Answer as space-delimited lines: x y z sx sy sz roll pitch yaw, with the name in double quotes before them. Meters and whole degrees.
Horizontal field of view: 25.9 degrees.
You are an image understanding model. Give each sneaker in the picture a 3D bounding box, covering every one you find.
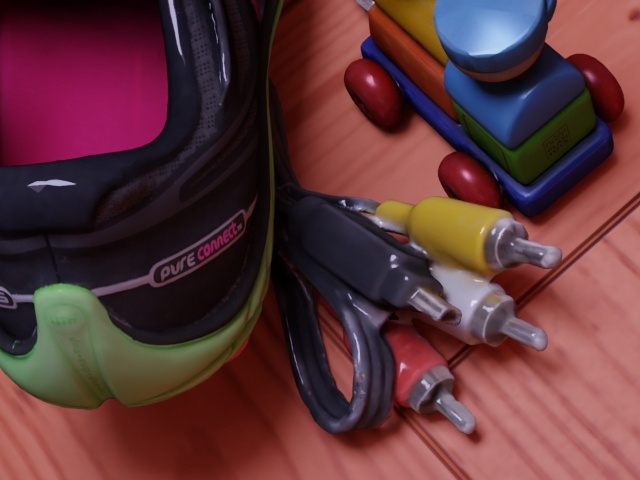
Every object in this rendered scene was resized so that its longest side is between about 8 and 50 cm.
"sneaker" -0.104 -0.160 0.702 0.185 0.202 0.483 -10 58 1

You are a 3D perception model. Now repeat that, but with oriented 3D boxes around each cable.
"cable" 0.000 0.000 0.753 0.287 0.072 0.139 40 109 44

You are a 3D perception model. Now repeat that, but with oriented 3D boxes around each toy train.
"toy train" 0.046 -0.134 0.740 0.105 0.143 0.248 -39 59 -4
